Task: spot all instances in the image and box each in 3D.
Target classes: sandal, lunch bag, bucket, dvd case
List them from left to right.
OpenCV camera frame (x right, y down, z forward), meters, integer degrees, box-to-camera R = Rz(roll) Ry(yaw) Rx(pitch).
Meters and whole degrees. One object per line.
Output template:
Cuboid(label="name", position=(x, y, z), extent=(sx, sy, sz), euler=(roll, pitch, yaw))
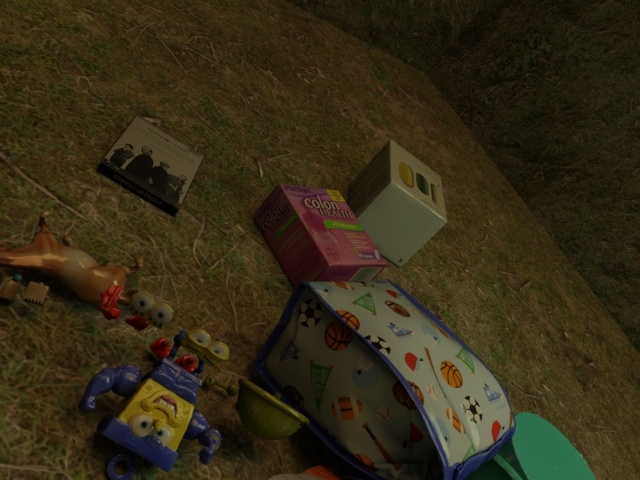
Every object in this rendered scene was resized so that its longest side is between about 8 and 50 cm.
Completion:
Cuboid(label="dvd case", position=(-0.357, -0.168, 1.388), extent=(0.179, 0.029, 0.238), euler=(32, 30, -16))
Cuboid(label="sandal", position=(-0.008, 0.404, 0.987), extent=(0.102, 0.076, 0.265), euler=(26, 2, 40))
Cuboid(label="lunch bag", position=(0.131, 0.260, 1.137), extent=(0.385, 0.238, 0.328), euler=(38, 21, 28))
Cuboid(label="bucket", position=(0.393, 0.485, 1.249), extent=(0.281, 0.183, 0.281), euler=(29, 31, -20))

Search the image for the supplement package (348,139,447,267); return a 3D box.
Cuboid(label="supplement package", position=(0.211, -0.107, 1.809), extent=(0.199, 0.198, 0.262), euler=(33, 30, -15))

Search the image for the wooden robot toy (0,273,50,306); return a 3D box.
Cuboid(label="wooden robot toy", position=(-0.480, 0.076, 0.904), extent=(0.173, 0.076, 0.079), euler=(23, 69, -30))

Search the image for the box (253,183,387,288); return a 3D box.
Cuboid(label="box", position=(0.000, 0.000, 1.498), extent=(0.214, 0.117, 0.243), euler=(2, 47, -49))

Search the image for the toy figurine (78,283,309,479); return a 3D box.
Cuboid(label="toy figurine", position=(-0.220, 0.256, 0.930), extent=(0.362, 0.191, 0.217), euler=(39, 59, -19))

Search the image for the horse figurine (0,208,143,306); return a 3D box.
Cuboid(label="horse figurine", position=(-0.382, 0.041, 1.024), extent=(0.263, 0.066, 0.174), euler=(32, 15, -15))
